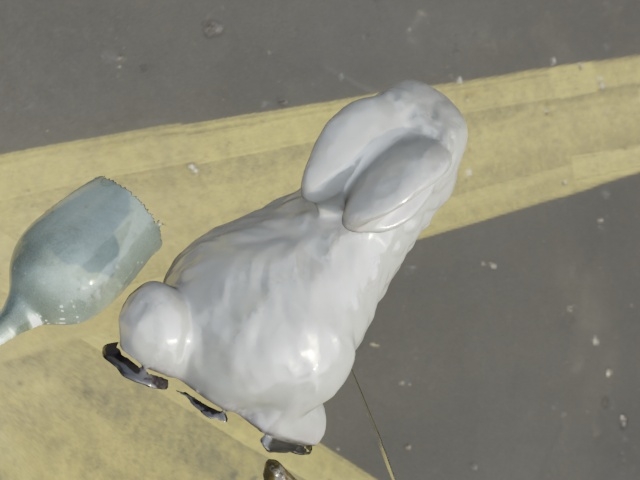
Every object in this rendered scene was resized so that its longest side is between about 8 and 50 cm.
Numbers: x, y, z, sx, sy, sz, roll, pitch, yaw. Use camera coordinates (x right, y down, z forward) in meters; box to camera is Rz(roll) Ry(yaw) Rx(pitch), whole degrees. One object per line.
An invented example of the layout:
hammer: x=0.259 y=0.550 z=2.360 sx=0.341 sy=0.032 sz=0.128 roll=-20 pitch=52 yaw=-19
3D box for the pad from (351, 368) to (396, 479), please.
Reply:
pad: x=0.095 y=0.316 z=1.080 sx=0.004 sy=0.163 sz=0.243 roll=-21 pitch=121 yaw=-3

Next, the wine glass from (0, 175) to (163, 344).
wine glass: x=-0.328 y=0.064 z=0.854 sx=0.321 sy=0.143 sz=0.143 roll=-45 pitch=112 yaw=-25

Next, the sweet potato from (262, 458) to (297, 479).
sweet potato: x=-0.019 y=0.490 z=1.332 sx=0.075 sy=0.075 sz=0.273 roll=-44 pitch=102 yaw=-26

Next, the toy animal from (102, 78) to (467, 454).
toy animal: x=0.000 y=0.000 z=0.677 sx=0.357 sy=0.194 sz=0.258 roll=-55 pitch=155 yaw=2
